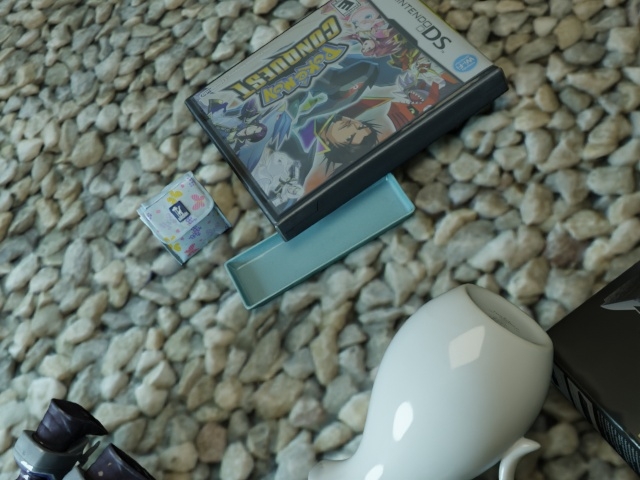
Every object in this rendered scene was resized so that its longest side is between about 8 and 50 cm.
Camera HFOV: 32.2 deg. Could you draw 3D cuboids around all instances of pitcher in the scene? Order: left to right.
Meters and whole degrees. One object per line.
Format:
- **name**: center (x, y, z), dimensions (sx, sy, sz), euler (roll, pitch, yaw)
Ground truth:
- **pitcher**: center (0.110, 0.156, 0.865), dimensions (0.178, 0.125, 0.207), euler (38, 107, 22)

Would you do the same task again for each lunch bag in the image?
- **lunch bag**: center (-0.141, -0.025, 1.129), dimensions (0.071, 0.083, 0.053), euler (-37, 52, -6)

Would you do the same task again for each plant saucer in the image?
- **plant saucer**: center (0.000, 0.000, 1.097), dimensions (0.192, 0.018, 0.067), euler (-31, 52, 1)

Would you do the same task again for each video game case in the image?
- **video game case**: center (0.018, -0.155, 1.172), dimensions (0.275, 0.035, 0.248), euler (-35, 48, -3)

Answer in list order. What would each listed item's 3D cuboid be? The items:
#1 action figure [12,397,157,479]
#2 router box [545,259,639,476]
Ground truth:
- **action figure**: center (-0.282, 0.283, 0.976), dimensions (0.285, 0.099, 0.185), euler (-46, 60, -7)
- **router box**: center (0.364, 0.081, 0.852), dimensions (0.309, 0.081, 0.243), euler (-36, 51, -4)
